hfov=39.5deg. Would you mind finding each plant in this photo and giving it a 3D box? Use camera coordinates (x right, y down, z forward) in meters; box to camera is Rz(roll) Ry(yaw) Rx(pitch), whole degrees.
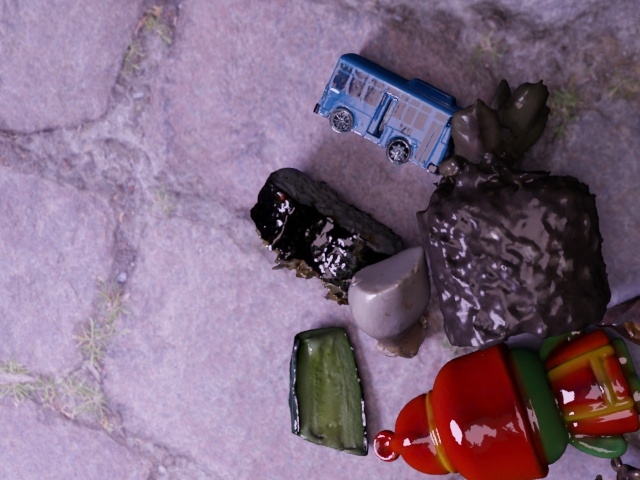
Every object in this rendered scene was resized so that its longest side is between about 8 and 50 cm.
[{"bbox_3d":[0.224,-0.035,1.082,0.213,0.215,0.312,-14,91,16],"label":"plant"}]

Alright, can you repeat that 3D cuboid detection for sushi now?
[{"bbox_3d":[0.000,0.000,1.199,0.212,0.147,0.115,33,108,2],"label":"sushi"}]

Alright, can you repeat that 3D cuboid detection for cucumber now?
[{"bbox_3d":[0.000,0.222,1.287,0.115,0.085,0.193,-9,102,-25],"label":"cucumber"}]

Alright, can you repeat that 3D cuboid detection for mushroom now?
[{"bbox_3d":[0.097,0.095,1.155,0.116,0.225,0.093,-32,52,-16],"label":"mushroom"}]

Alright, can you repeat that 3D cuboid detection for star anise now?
[{"bbox_3d":[0.466,0.037,1.092,0.218,0.148,0.227,19,80,46],"label":"star anise"}]

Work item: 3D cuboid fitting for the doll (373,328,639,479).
[{"bbox_3d":[0.234,0.227,1.164,0.363,0.160,0.183,-22,77,21],"label":"doll"}]

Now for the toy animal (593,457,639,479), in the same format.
[{"bbox_3d":[0.425,0.352,1.174,0.186,0.094,0.214,-4,109,27],"label":"toy animal"}]

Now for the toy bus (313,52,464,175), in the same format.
[{"bbox_3d":[0.097,-0.165,1.160,0.184,0.090,0.106,29,107,10],"label":"toy bus"}]
